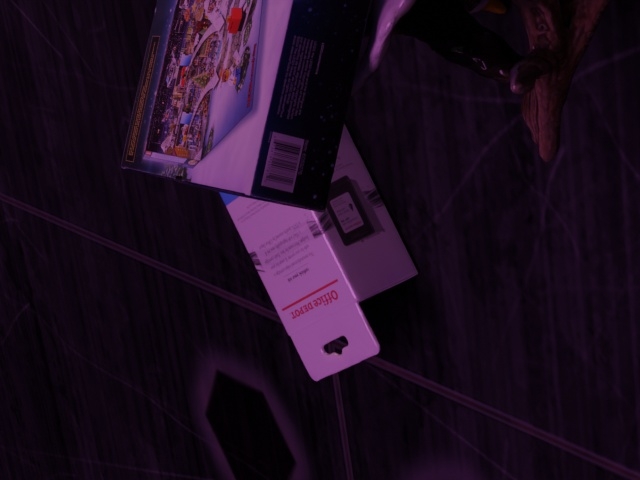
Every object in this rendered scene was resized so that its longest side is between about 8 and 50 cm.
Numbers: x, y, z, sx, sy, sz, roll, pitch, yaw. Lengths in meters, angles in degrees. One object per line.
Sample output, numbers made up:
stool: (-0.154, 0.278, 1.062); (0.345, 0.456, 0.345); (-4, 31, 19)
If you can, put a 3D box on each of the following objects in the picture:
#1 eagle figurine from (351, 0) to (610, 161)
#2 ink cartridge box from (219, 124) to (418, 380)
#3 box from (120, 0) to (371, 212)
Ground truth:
eagle figurine: (0.033, -0.170, 0.958); (0.298, 0.226, 0.225); (35, 158, 28)
ink cartridge box: (0.000, 0.000, 1.227); (0.104, 0.060, 0.180); (-30, 85, 56)
box: (-0.028, -0.139, 0.865); (0.159, 0.044, 0.233); (15, 92, 61)
